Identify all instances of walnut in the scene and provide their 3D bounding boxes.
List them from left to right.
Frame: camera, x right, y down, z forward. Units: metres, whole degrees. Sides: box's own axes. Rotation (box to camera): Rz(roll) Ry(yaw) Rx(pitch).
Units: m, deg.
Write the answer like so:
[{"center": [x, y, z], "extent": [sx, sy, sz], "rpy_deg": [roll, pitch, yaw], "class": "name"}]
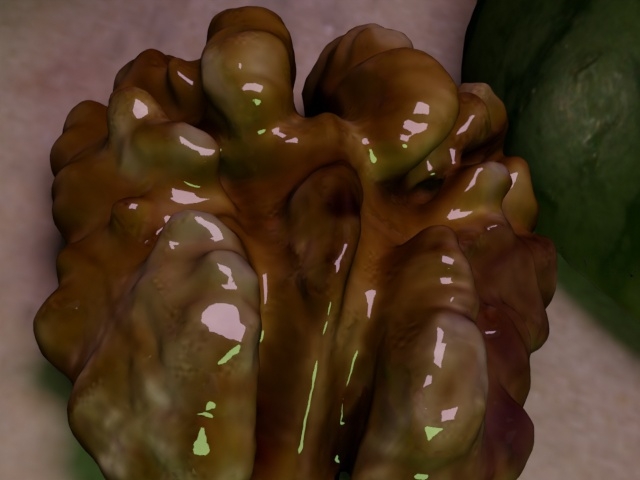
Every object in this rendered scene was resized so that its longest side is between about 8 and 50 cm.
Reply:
[{"center": [0.000, 0.000, 0.520], "extent": [0.143, 0.069, 0.170], "rpy_deg": [9, 46, -12], "class": "walnut"}]

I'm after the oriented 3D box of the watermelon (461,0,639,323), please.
[{"center": [0.220, -0.086, 0.605], "extent": [0.330, 0.189, 0.331], "rpy_deg": [6, 50, -8], "class": "watermelon"}]
